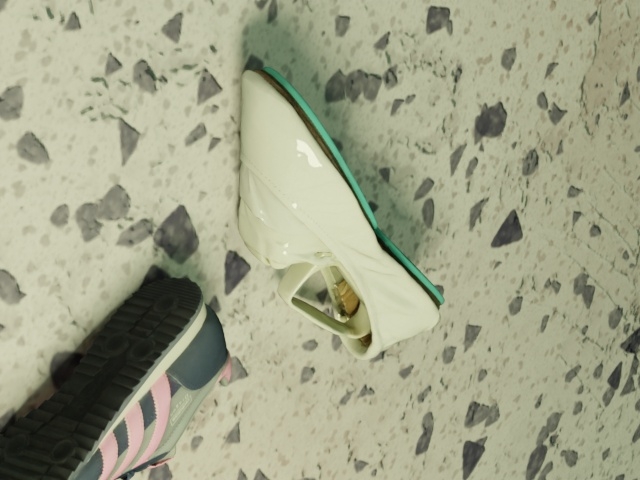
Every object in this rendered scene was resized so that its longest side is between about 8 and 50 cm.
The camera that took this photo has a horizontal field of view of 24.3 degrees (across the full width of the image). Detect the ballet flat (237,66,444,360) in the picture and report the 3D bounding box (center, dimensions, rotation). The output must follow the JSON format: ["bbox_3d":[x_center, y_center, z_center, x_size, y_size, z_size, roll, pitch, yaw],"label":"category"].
[{"bbox_3d":[0.000,0.000,1.435,0.139,0.139,0.400,-55,140,-15],"label":"ballet flat"}]

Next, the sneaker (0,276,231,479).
[{"bbox_3d":[-0.188,0.185,1.303,0.319,0.112,0.131,-47,134,-22],"label":"sneaker"}]
